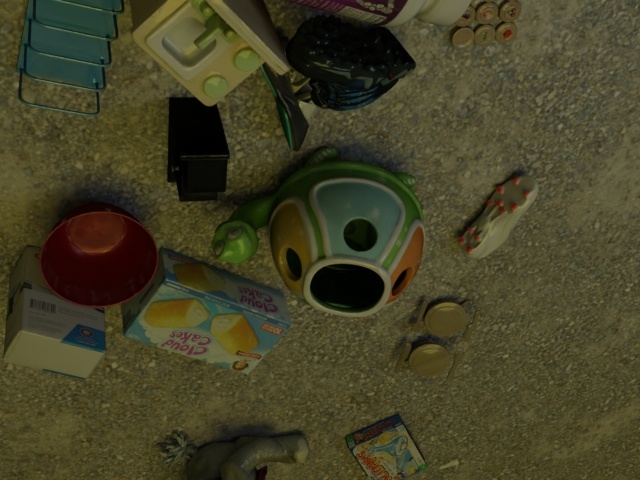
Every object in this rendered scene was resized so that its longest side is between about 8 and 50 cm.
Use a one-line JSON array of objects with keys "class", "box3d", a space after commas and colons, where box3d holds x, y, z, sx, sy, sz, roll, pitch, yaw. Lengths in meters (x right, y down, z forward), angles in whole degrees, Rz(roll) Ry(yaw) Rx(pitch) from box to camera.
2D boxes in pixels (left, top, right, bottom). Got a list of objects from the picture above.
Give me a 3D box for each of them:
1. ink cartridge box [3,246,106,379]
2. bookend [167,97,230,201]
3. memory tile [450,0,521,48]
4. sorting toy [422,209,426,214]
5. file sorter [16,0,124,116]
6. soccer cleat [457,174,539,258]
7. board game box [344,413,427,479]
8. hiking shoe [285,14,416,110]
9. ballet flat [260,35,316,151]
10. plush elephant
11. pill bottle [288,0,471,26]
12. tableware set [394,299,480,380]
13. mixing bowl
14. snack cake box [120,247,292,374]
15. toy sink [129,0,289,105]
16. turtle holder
[{"class": "ink cartridge box", "box3d": [-0.429, 0.116, 1.443, 0.139, 0.191, 0.082, 20, 123, -30]}, {"class": "bookend", "box3d": [-0.187, -0.110, 1.345, 0.072, 0.156, 0.157, -3, 131, -15]}, {"class": "memory tile", "box3d": [0.258, -0.364, 1.356, 0.113, 0.012, 0.148, -7, 132, -11]}, {"class": "sorting toy", "box3d": [0.152, -0.032, 1.594, 0.075, 0.045, 0.083, -5, 130, -23]}, {"class": "file sorter", "box3d": [-0.337, -0.268, 1.198, 0.118, 0.104, 0.170, 7, 127, -23]}, {"class": "soccer cleat", "box3d": [0.332, -0.043, 1.627, 0.076, 0.068, 0.196, 11, 128, -43]}, {"class": "board game box", "box3d": [0.153, 0.488, 2.044, 0.136, 0.035, 0.201, -25, 132, 5]}, {"class": "hiking shoe", "box3d": [0.032, -0.229, 1.252, 0.132, 0.113, 0.304, -45, 165, 25]}, {"class": "ballet flat", "box3d": [-0.043, -0.224, 1.350, 0.074, 0.074, 0.203, -20, 130, 1]}, {"class": "plush elephant", "box3d": [-0.181, 0.548, 1.845, 0.330, 0.255, 0.272, 24, 119, -32]}, {"class": "pill bottle", "box3d": [0.053, -0.379, 1.176, 0.301, 0.169, 0.169, 8, 127, -23]}, {"class": "tableware set", "box3d": [0.237, 0.195, 1.817, 0.128, 0.039, 0.194, 11, 121, -10]}, {"class": "mixing bowl", "box3d": [-0.356, 0.006, 1.427, 0.181, 0.098, 0.181, -8, 125, -12]}, {"class": "snack cake box", "box3d": [-0.204, 0.132, 1.594, 0.264, 0.089, 0.152, 23, 119, -31]}, {"class": "toy sink", "box3d": [-0.153, -0.282, 1.154, 0.131, 0.234, 0.153, -37, 131, 15]}, {"class": "turtle holder", "box3d": [0.016, -0.009, 1.433, 0.320, 0.227, 0.243, 31, 123, -20]}]
